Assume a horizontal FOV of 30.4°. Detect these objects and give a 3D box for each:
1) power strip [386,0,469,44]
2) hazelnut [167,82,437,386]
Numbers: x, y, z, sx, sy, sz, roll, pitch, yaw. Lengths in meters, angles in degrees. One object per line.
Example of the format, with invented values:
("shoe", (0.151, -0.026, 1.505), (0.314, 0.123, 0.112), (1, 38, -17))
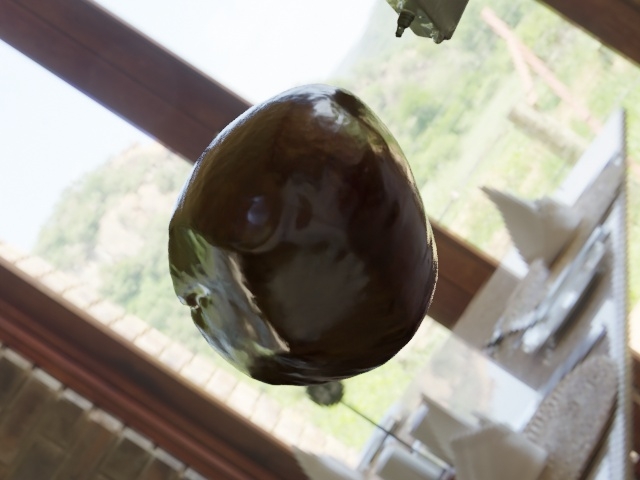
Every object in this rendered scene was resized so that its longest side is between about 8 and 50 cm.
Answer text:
("power strip", (0.142, -0.344, 1.073), (0.106, 0.043, 0.367), (38, -107, -49))
("hazelnut", (0.000, 0.000, 0.904), (0.218, 0.218, 0.234), (-56, -14, -36))
